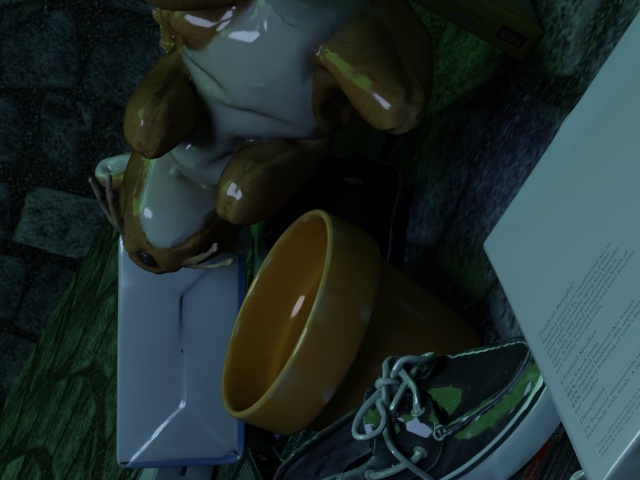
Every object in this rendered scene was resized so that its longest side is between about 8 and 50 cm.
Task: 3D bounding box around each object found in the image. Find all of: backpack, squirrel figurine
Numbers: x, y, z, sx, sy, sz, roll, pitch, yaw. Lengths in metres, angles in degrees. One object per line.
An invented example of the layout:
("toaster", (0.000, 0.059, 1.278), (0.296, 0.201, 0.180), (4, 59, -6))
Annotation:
("backpack", (0.000, 0.000, 1.568), (0.188, 0.166, 0.144), (-86, 13, -45))
("squirrel figurine", (-0.077, -0.152, 1.407), (0.397, 0.281, 0.370), (-77, 13, -49))

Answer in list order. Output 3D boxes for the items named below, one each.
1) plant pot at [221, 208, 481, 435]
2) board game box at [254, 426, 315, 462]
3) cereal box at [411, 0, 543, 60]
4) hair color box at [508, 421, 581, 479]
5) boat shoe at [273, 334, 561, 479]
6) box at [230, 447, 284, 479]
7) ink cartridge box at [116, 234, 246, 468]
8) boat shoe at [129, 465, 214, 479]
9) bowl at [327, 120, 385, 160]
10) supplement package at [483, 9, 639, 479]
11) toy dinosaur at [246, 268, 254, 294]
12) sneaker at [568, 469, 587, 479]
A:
("plant pot", (0.037, 0.100, 1.285), (0.205, 0.188, 0.205), (-53, 22, 33))
("board game box", (-0.041, 0.172, 1.675), (0.136, 0.030, 0.260), (-66, 18, 4))
("cereal box", (0.148, -0.304, 1.530), (0.047, 0.173, 0.240), (-55, 21, 29))
("hair color box", (0.159, 0.156, 1.105), (0.072, 0.043, 0.141), (-64, 18, -3))
("boat shoe", (0.076, 0.142, 1.088), (0.306, 0.105, 0.113), (-38, 23, 42))
("box", (-0.075, 0.370, 1.390), (0.261, 0.103, 0.184), (-62, 15, 7))
("ink cartridge box", (-0.177, 0.103, 1.721), (0.395, 0.151, 0.269), (-150, 61, -80))
("boat shoe", (-0.206, 0.368, 1.777), (0.335, 0.121, 0.119), (-71, 8, -52))
("bowl", (-0.013, -0.130, 1.755), (0.289, 0.156, 0.289), (-54, 13, 19))
("supplement package", (0.248, 0.024, 0.777), (0.199, 0.198, 0.262), (-59, 19, 21))
("toy dinosaur", (-0.147, 0.114, 2.023), (0.211, 0.064, 0.112), (-35, 15, 41))
("sneaker", (0.186, 0.187, 0.909), (0.235, 0.095, 0.090), (-43, 30, 53))
